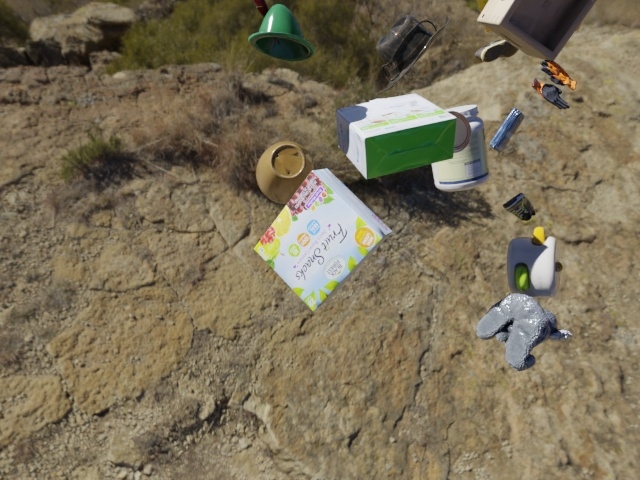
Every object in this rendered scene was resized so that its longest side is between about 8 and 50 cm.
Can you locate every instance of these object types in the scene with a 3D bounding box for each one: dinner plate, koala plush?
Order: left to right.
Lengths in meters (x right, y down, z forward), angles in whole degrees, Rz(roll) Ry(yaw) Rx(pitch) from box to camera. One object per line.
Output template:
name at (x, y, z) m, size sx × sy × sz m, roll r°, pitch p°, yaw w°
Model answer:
dinner plate at (0.446, -0.366, 1.430) m, size 0.017 × 0.141 × 0.141 m, roll -27°, pitch 60°, yaw -39°
koala plush at (0.638, 0.255, 1.283) m, size 0.221 × 0.203 × 0.196 m, roll 4°, pitch 29°, yaw -31°

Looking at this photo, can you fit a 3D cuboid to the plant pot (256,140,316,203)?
plant pot at (-0.120, -0.262, 1.526) m, size 0.237 × 0.254 × 0.237 m, roll 0°, pitch 89°, yaw -5°

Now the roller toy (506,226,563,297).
roller toy at (0.682, 0.081, 1.338) m, size 0.146 × 0.191 × 0.209 m, roll -2°, pitch 62°, yaw 34°

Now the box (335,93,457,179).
box at (0.202, -0.303, 1.187) m, size 0.262 × 0.126 × 0.231 m, roll -15°, pitch 37°, yaw -11°

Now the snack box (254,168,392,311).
snack box at (0.000, 0.000, 0.793) m, size 0.174 × 0.207 × 0.070 m, roll 46°, pitch 29°, yaw 10°

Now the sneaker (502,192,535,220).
sneaker at (0.809, -0.127, 1.690) m, size 0.235 × 0.084 × 0.097 m, roll -4°, pitch 60°, yaw -48°

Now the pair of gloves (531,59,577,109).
pair of gloves at (0.384, -0.256, 0.693) m, size 0.074 × 0.010 × 0.083 m, roll 33°, pitch 67°, yaw -7°

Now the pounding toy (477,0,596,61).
pounding toy at (0.355, -0.435, 0.683) m, size 0.181 × 0.206 × 0.094 m, roll 21°, pitch 26°, yaw -19°

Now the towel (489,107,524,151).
towel at (0.529, -0.309, 1.198) m, size 0.029 × 0.119 × 0.067 m, roll 42°, pitch 21°, yaw 33°

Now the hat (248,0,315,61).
hat at (-0.099, -0.596, 1.104) m, size 0.173 × 0.183 × 0.208 m, roll 7°, pitch 4°, yaw 29°

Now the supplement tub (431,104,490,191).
supplement tub at (0.591, -0.397, 1.829) m, size 0.235 × 0.324 × 0.235 m, roll -13°, pitch 19°, yaw 5°

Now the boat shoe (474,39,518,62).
boat shoe at (0.511, -0.553, 1.220) m, size 0.152 × 0.056 × 0.049 m, roll -22°, pitch 41°, yaw -23°

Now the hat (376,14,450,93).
hat at (0.257, -0.618, 1.349) m, size 0.134 × 0.331 × 0.331 m, roll 39°, pitch 49°, yaw -9°

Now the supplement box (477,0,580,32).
supplement box at (0.401, -0.591, 0.787) m, size 0.195 × 0.356 × 0.194 m, roll 22°, pitch 84°, yaw 38°
